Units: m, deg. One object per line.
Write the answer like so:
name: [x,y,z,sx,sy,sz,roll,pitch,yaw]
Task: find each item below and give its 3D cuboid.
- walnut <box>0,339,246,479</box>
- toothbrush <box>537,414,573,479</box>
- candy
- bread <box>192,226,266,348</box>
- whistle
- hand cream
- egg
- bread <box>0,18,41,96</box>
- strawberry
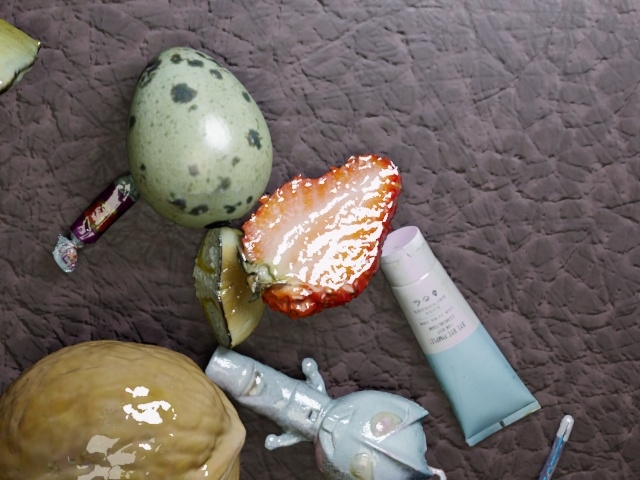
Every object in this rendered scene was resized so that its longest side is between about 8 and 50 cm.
walnut: [-0.255,0.266,1.878,0.332,0.333,0.333,0,104,-2]
toothbrush: [0.286,0.368,2.055,0.026,0.024,0.288,20,102,-7]
candy: [-0.277,-0.033,1.928,0.175,0.043,0.045,-45,104,4]
bread: [-0.109,0.049,1.934,0.094,0.083,0.157,-24,111,-17]
whistle: [0.009,0.239,1.971,0.346,0.134,0.142,27,105,2]
hand cream: [0.174,0.124,1.981,0.111,0.070,0.312,-29,111,3]
egg: [-0.153,-0.125,1.843,0.177,0.177,0.228,-18,88,2]
bread: [-0.558,-0.193,1.778,0.395,0.239,0.264,-39,102,5]
strawberry: [0.003,0.006,1.914,0.236,0.107,0.175,-18,76,-14]
